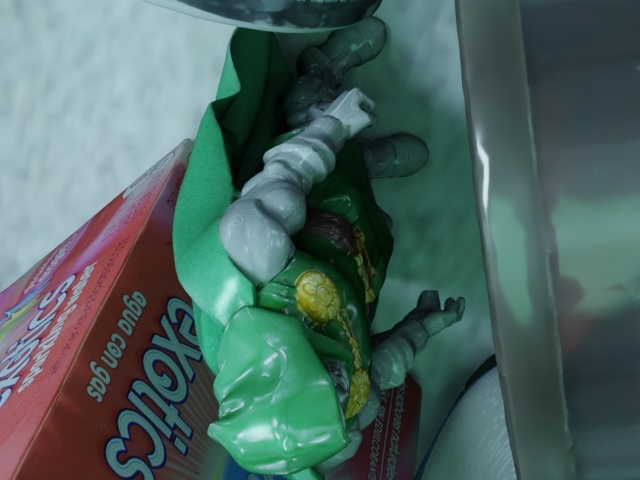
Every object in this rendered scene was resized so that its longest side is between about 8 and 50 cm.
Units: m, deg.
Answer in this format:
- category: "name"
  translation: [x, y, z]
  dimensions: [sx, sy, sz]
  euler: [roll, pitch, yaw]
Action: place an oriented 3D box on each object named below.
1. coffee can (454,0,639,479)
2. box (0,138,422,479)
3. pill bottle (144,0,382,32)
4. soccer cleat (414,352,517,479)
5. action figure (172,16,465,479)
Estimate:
- category: "coffee can"
  translation: [0.185, -0.033, 0.411]
  dimensions: [0.275, 0.201, 0.201]
  euler: [-7, 115, 9]
- category: "box"
  translation: [-0.075, 0.113, 0.456]
  dimensions: [0.154, 0.300, 0.142]
  euler: [-37, 106, 20]
- category: "pill bottle"
  translation: [-0.003, -0.192, 0.396]
  dimensions: [0.130, 0.130, 0.245]
  euler: [20, 116, -3]
- category: "soccer cleat"
  translation: [0.054, 0.199, 0.570]
  dimensions: [0.116, 0.143, 0.331]
  euler: [12, 117, 1]
- category: "action figure"
  translation: [0.000, 0.000, 0.431]
  dimensions: [0.064, 0.232, 0.137]
  euler: [-18, 113, 14]
